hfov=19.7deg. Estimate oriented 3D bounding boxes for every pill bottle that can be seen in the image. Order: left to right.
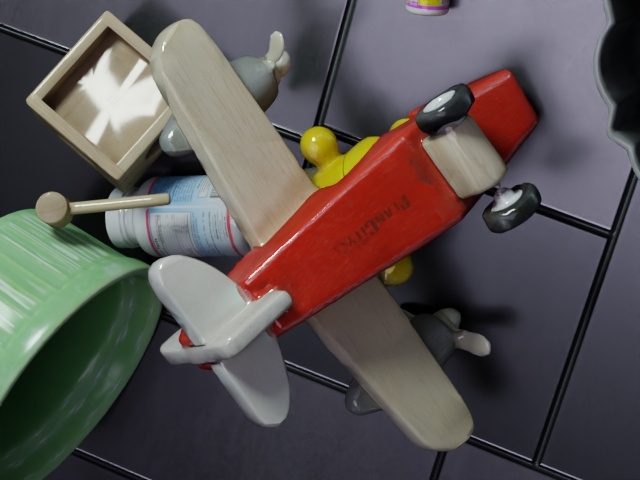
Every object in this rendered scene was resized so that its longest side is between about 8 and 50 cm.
[{"bbox_3d":[-0.140,-0.025,1.934,0.160,0.087,0.087,0,106,21],"label":"pill bottle"},{"bbox_3d":[0.107,-0.263,1.791,0.043,0.043,0.083,10,109,18],"label":"pill bottle"}]

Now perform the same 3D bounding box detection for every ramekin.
[{"bbox_3d":[-0.317,0.113,1.934,0.148,0.303,0.303,35,115,15],"label":"ramekin"}]

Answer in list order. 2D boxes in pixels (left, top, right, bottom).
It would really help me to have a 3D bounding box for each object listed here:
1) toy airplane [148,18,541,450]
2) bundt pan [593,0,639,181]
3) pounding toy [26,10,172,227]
[{"bbox_3d":[0.000,0.000,1.789,0.384,0.272,0.386,7,96,-15],"label":"toy airplane"},{"bbox_3d":[0.419,-0.168,1.657,0.331,0.124,0.331,6,107,19],"label":"bundt pan"},{"bbox_3d":[-0.216,-0.094,1.897,0.181,0.094,0.206,40,83,5],"label":"pounding toy"}]
